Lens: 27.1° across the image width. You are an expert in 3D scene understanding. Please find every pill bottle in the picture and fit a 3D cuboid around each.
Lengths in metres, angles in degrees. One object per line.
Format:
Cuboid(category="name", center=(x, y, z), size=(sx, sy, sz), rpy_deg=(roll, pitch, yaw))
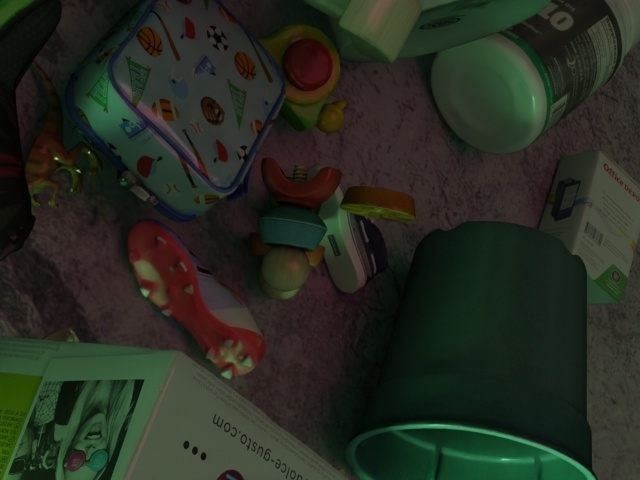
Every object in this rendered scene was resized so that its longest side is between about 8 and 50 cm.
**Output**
Cuboid(category="pill bottle", center=(0.353, -0.299, 2.093), size=(0.361, 0.204, 0.204), rpy_deg=(-37, 108, -39))

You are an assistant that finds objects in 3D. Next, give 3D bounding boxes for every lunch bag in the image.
Cuboid(category="lunch bag", center=(-0.168, -0.169, 1.625), size=(0.243, 0.115, 0.303), rpy_deg=(47, 38, -19))

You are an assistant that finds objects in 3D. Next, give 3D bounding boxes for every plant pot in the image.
Cuboid(category="plant pot", center=(0.232, 0.175, 1.855), size=(0.341, 0.341, 0.334), rpy_deg=(34, 55, -33))

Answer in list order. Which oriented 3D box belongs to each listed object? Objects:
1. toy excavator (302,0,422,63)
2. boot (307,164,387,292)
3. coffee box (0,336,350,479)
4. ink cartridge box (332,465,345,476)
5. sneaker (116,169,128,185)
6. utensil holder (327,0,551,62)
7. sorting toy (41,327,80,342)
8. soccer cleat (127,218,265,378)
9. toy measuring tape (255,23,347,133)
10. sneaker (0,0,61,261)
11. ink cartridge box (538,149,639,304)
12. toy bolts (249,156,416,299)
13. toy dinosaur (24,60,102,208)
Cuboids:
Cuboid(category="toy excavator", center=(-0.134, -0.391, 1.578), size=(0.445, 0.433, 0.222), rpy_deg=(27, 91, -52))
Cuboid(category="boot", center=(0.036, -0.027, 1.874), size=(0.086, 0.069, 0.190), rpy_deg=(-33, 113, -46))
Cuboid(category="coffee box", center=(-0.225, 0.323, 1.366), size=(0.337, 0.338, 0.334), rpy_deg=(44, 58, -42))
Cuboid(category="ink cartridge box", center=(-0.057, 0.397, 1.636), size=(0.088, 0.193, 0.234), rpy_deg=(3, 81, -41))
Cuboid(category="sneaker", center=(-0.244, -0.126, 1.656), size=(0.057, 0.047, 0.119), rpy_deg=(24, 60, -30))
Cuboid(category="utensil holder", center=(0.123, -0.471, 1.815), size=(0.328, 0.328, 0.385), rpy_deg=(-10, 85, -42))
Cuboid(category="sorting toy", center=(-0.309, 0.157, 1.557), size=(0.083, 0.045, 0.075), rpy_deg=(-54, 125, -33))
Cuboid(category="soccer cleat", center=(-0.157, 0.066, 1.689), size=(0.248, 0.083, 0.095), rpy_deg=(52, 25, -16))
Cuboid(category="toy measuring tape", center=(-0.072, -0.280, 1.785), size=(0.330, 0.121, 0.121), rpy_deg=(48, 56, -15))
Cuboid(category="sneaker", center=(-0.403, -0.075, 1.439), size=(0.202, 0.185, 0.482), rpy_deg=(35, 72, -40))
Cuboid(category="ink cartridge box", center=(0.451, -0.021, 2.210), size=(0.154, 0.093, 0.212), rpy_deg=(37, 63, -32))
Cuboid(category="toy bolts", center=(0.000, 0.000, 1.694), size=(0.228, 0.218, 0.158), rpy_deg=(38, 61, -76))
Cuboid(category="toy dinosaur", center=(-0.318, -0.110, 1.573), size=(0.112, 0.064, 0.211), rpy_deg=(28, 66, -34))
